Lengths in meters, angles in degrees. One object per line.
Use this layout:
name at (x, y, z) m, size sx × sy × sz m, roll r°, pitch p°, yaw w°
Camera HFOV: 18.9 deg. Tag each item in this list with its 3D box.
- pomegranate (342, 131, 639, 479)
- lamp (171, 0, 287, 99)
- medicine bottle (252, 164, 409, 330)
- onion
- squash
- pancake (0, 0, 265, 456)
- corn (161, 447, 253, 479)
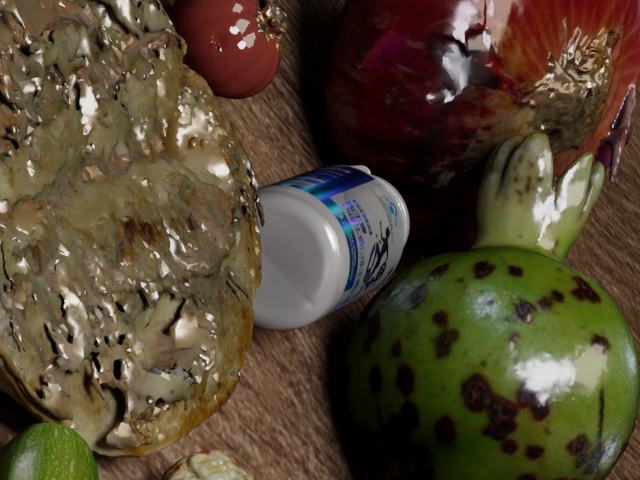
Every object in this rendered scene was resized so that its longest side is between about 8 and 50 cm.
pomegranate at (0.155, 0.075, 1.499) m, size 0.242 × 0.306 × 0.242 m, roll 28°, pitch 8°, yaw -4°
lamp at (-0.070, -0.155, 1.446) m, size 0.101 × 0.090 × 0.101 m, roll 52°, pitch 29°, yaw -44°
medicine bottle at (0.000, 0.000, 1.459) m, size 0.191 × 0.107 × 0.107 m, roll -23°, pitch 94°, yaw -66°
onion at (0.123, -0.153, 1.697) m, size 0.347 × 0.285 × 0.347 m, roll -22°, pitch 124°, yaw -37°
squash at (-0.161, 0.195, 1.029) m, size 0.066 × 0.066 × 0.229 m, roll 51°, pitch 30°, yaw -37°
pancake at (-0.157, -0.046, 1.205) m, size 0.382 × 0.071 × 0.382 m, roll 41°, pitch 40°, yaw -46°
corn at (-0.029, 0.238, 1.190) m, size 0.237 × 0.079 × 0.079 m, roll 55°, pitch 19°, yaw 19°
